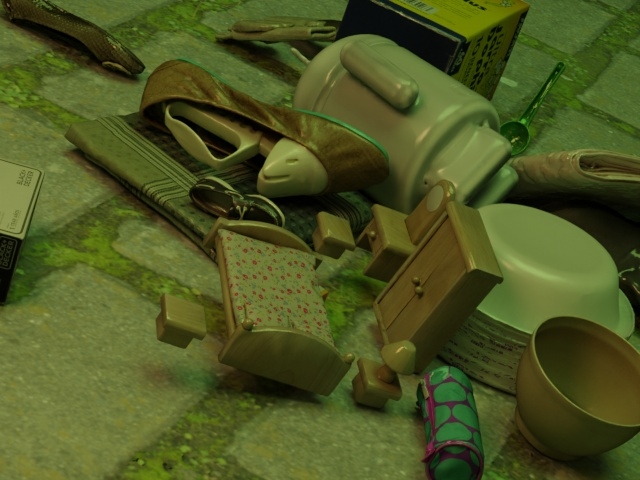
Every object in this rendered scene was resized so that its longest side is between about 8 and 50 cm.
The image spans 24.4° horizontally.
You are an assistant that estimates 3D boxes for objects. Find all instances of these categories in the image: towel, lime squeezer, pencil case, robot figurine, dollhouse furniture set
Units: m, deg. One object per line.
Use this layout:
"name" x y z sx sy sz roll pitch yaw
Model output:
"towel" 0.395 -0.072 2.111 0.317 0.053 0.332 9 -7 -24
"lime squeezer" 0.287 -0.154 2.322 0.059 0.110 0.310 44 62 9
"pencil case" 0.136 0.199 1.578 0.070 0.064 0.151 31 23 -16
"robot figurine" 0.102 -0.152 2.027 0.353 0.300 0.200 36 71 29
"dollhouse furniture set" 0.000 0.000 1.643 0.356 0.174 0.303 20 34 -27
"towel" -0.127 -0.079 1.943 0.324 0.056 0.312 38 34 26

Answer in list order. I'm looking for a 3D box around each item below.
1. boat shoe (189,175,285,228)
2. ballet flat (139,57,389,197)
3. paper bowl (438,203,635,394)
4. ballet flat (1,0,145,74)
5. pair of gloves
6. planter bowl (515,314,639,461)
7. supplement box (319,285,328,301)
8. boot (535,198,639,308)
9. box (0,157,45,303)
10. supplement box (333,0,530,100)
"boat shoe" -0.102 -0.040 1.792 0.125 0.046 0.038 29 31 19
"ballet flat" -0.085 -0.125 1.897 0.342 0.116 0.124 27 50 10
"paper bowl" 0.252 0.060 1.836 0.284 0.148 0.284 16 28 -8
"ballet flat" -0.368 -0.303 2.176 0.250 0.058 0.084 32 -7 10
"pair of gloves" -0.034 -0.343 2.445 0.204 0.042 0.240 9 14 29
"planter bowl" 0.284 0.178 1.659 0.162 0.109 0.162 19 37 -15
"supplement box" -0.049 0.057 1.741 0.098 0.036 0.062 33 29 18
"boot" 0.426 0.058 2.009 0.338 0.118 0.222 2 37 -25
"box" -0.455 -0.045 1.584 0.290 0.087 0.169 16 27 -11
"supplement box" 0.173 -0.311 2.414 0.195 0.194 0.356 28 28 15
